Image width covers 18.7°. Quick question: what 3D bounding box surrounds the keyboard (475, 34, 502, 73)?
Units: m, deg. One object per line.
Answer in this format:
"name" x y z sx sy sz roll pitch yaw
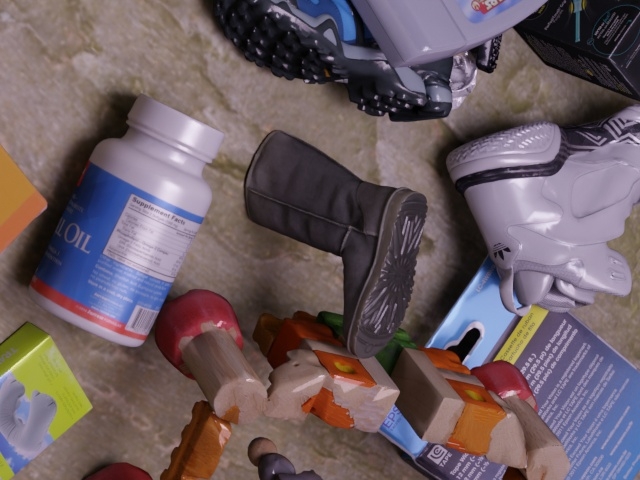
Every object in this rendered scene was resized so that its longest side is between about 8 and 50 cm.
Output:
"keyboard" 0.203 -0.272 2.084 0.100 0.038 0.192 -20 120 -71

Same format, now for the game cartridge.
"game cartridge" 0.142 -0.300 1.955 0.297 0.062 0.198 -36 92 -36

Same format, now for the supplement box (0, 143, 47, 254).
"supplement box" -0.340 -0.089 1.705 0.078 0.080 0.233 -47 135 -16

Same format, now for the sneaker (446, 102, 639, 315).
"sneaker" 0.317 -0.036 2.213 0.366 0.137 0.210 -11 85 -33

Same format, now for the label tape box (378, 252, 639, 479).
"label tape box" 0.226 0.197 2.297 0.348 0.115 0.249 38 83 -25

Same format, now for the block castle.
"block castle" 0.003 0.233 2.030 0.453 0.213 0.303 15 110 -28

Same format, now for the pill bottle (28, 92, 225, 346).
"pill bottle" -0.178 -0.022 1.845 0.124 0.124 0.221 24 92 -45

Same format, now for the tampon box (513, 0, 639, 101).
"tampon box" 0.314 -0.243 2.147 0.120 0.161 0.101 -55 135 -5

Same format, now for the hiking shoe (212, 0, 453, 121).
"hiking shoe" 0.015 -0.223 1.950 0.304 0.113 0.132 24 69 -40

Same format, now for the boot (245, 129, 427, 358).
"boot" 0.001 0.001 1.952 0.076 0.208 0.189 14 94 -54

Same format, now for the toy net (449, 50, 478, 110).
"toy net" 0.132 -0.232 2.074 0.122 0.045 0.232 -30 127 -29

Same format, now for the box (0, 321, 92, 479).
"box" -0.316 0.176 1.874 0.178 0.042 0.109 -42 131 -20
